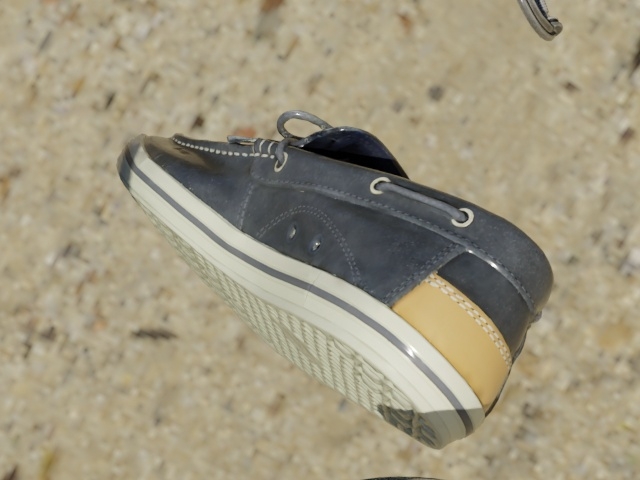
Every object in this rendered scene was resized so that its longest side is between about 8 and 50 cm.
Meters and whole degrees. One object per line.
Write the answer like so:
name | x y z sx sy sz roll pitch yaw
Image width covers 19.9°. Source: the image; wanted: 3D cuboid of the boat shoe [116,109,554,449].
boat shoe | 0.000 0.000 1.372 0.156 0.187 0.500 -46 31 -10

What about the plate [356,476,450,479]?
plate | 0.067 0.166 0.933 0.188 0.188 0.024 -119 34 -60

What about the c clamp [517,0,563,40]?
c clamp | 0.172 -0.231 1.531 0.022 0.137 0.160 -22 63 16
